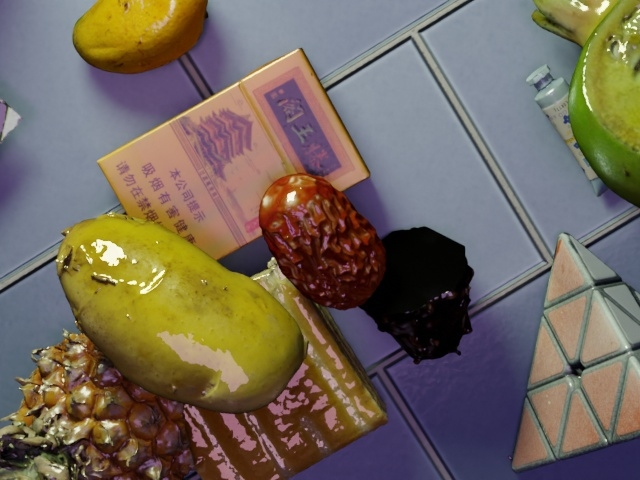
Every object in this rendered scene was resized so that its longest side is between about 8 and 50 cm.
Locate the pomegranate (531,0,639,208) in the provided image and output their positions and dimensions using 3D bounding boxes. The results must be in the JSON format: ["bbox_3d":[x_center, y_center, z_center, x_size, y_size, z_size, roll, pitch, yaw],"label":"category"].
[{"bbox_3d":[0.402,-0.188,1.493,0.358,0.216,0.310,39,86,25],"label":"pomegranate"}]

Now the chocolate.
[{"bbox_3d":[0.120,0.084,1.575,0.156,0.156,0.133,-20,126,2],"label":"chocolate"}]

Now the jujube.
[{"bbox_3d":[0.000,0.000,1.488,0.109,0.112,0.176,-29,123,23],"label":"jujube"}]

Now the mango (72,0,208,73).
[{"bbox_3d":[-0.204,-0.251,1.519,0.165,0.089,0.115,-43,96,8],"label":"mango"}]

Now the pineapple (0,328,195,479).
[{"bbox_3d":[-0.309,0.262,1.461,0.262,0.272,0.262,11,114,26],"label":"pineapple"}]

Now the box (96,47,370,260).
[{"bbox_3d":[-0.101,-0.089,1.553,0.274,0.076,0.174,-29,100,3],"label":"box"}]

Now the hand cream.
[{"bbox_3d":[0.309,-0.136,1.573,0.065,0.043,0.170,-38,102,10],"label":"hand cream"}]

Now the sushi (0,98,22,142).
[{"bbox_3d":[-0.545,-0.139,1.543,0.292,0.059,0.294,41,96,-7],"label":"sushi"}]

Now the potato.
[{"bbox_3d":[-0.163,0.082,1.447,0.300,0.140,0.173,33,63,6],"label":"potato"}]

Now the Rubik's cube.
[{"bbox_3d":[0.357,0.164,1.570,0.233,0.229,0.228,16,56,31],"label":"Rubik's cube"}]

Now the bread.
[{"bbox_3d":[-0.079,0.169,1.575,0.239,0.111,0.246,-30,96,3],"label":"bread"}]
